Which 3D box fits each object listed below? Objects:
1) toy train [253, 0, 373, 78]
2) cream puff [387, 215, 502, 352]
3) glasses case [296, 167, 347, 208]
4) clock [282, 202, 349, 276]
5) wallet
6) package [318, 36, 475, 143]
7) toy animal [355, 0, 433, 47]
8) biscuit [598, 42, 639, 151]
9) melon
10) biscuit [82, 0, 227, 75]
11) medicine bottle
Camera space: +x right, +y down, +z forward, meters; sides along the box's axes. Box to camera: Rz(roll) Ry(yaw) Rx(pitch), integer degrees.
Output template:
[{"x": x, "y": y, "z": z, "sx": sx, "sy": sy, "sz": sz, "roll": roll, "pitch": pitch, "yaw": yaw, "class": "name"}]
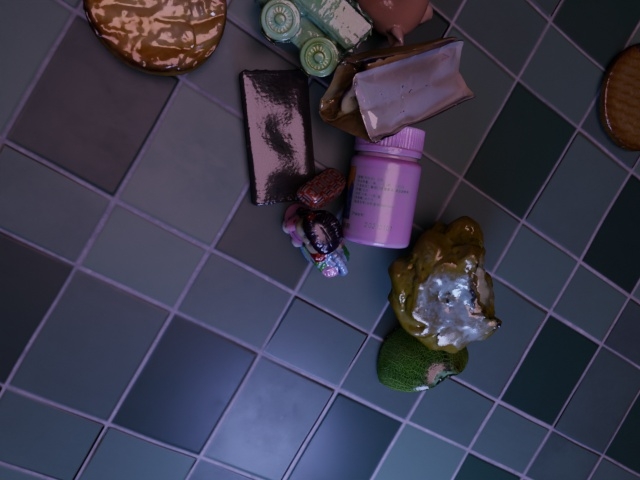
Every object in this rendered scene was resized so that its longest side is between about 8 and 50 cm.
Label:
[{"x": -0.014, "y": -0.489, "z": 1.133, "sx": 0.272, "sy": 0.159, "sz": 0.188, "roll": 39, "pitch": 108, "yaw": -11, "class": "toy train"}, {"x": 0.309, "y": 0.110, "z": 1.313, "sx": 0.275, "sy": 0.270, "sz": 0.323, "roll": -13, "pitch": 106, "yaw": 10, "class": "cream puff"}, {"x": 0.006, "y": -0.122, "z": 1.218, "sx": 0.073, "sy": 0.194, "sz": 0.049, "roll": 39, "pitch": 122, "yaw": 6, "class": "glasses case"}, {"x": 0.000, "y": 0.000, "z": 1.224, "sx": 0.100, "sy": 0.195, "sz": 0.194, "roll": -37, "pitch": 106, "yaw": -10, "class": "clock"}, {"x": -0.101, "y": -0.250, "z": 1.231, "sx": 0.171, "sy": 0.044, "sz": 0.320, "roll": -8, "pitch": 101, "yaw": -18, "class": "wallet"}, {"x": 0.171, "y": -0.372, "z": 1.152, "sx": 0.311, "sy": 0.221, "sz": 0.165, "roll": -25, "pitch": 128, "yaw": -22, "class": "package"}, {"x": 0.153, "y": -0.603, "z": 1.161, "sx": 0.213, "sy": 0.256, "sz": 0.195, "roll": 27, "pitch": 60, "yaw": 19, "class": "toy animal"}, {"x": 0.961, "y": -0.424, "z": 1.506, "sx": 0.318, "sy": 0.040, "sz": 0.317, "roll": -2, "pitch": 99, "yaw": -15, "class": "biscuit"}, {"x": 0.281, "y": 0.301, "z": 1.368, "sx": 0.265, "sy": 0.169, "sz": 0.129, "roll": -25, "pitch": 105, "yaw": -12, "class": "melon"}, {"x": -0.348, "y": -0.505, "z": 1.086, "sx": 0.297, "sy": 0.102, "sz": 0.296, "roll": -3, "pitch": 104, "yaw": -14, "class": "biscuit"}, {"x": 0.154, "y": -0.136, "z": 1.252, "sx": 0.178, "sy": 0.178, "sz": 0.290, "roll": 5, "pitch": 98, "yaw": -17, "class": "medicine bottle"}]
